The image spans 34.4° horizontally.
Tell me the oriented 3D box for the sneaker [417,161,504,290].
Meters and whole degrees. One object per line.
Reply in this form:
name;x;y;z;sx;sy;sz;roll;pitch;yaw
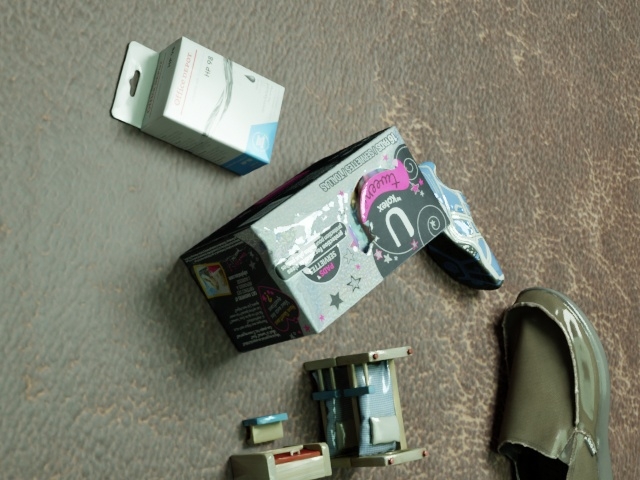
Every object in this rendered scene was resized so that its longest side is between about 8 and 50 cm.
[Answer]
sneaker;0.181;-0.017;1.380;0.211;0.080;0.081;48;59;-20

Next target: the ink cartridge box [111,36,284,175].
ink cartridge box;-0.137;-0.158;1.185;0.180;0.060;0.104;22;67;-31

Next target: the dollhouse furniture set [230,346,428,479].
dollhouse furniture set;0.006;0.197;1.163;0.184;0.129;0.129;-3;81;-38

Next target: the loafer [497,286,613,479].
loafer;0.306;0.243;1.376;0.130;0.134;0.365;-5;82;-38

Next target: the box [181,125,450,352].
box;0.000;0.000;1.184;0.247;0.163;0.142;-38;101;-36
